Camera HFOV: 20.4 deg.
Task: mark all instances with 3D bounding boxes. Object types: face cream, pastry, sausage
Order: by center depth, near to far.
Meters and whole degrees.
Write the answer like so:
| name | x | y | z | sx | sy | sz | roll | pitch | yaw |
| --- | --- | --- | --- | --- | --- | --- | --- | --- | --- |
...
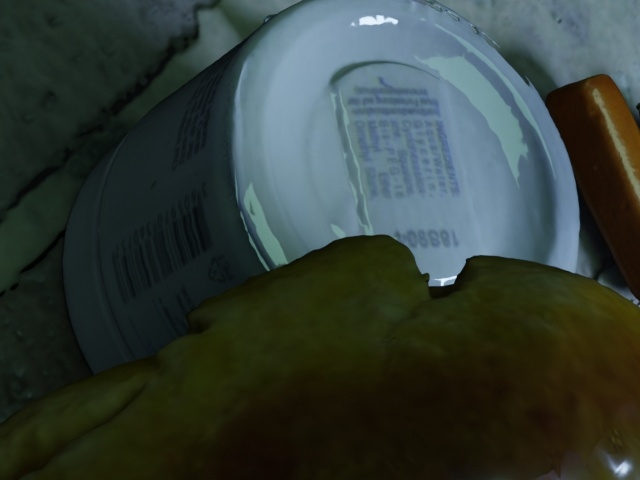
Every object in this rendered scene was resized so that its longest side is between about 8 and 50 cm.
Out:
| name | x | y | z | sx | sy | sz | roll | pitch | yaw |
| --- | --- | --- | --- | --- | --- | --- | --- | --- | --- |
| pastry | 0.007 | 0.157 | 0.624 | 0.356 | 0.356 | 0.164 | 1 | 35 | -33 |
| face cream | 0.000 | 0.000 | 0.756 | 0.177 | 0.153 | 0.177 | 13 | 64 | -29 |
| sausage | 0.161 | -0.024 | 0.940 | 0.039 | 0.041 | 0.131 | -18 | 83 | -59 |

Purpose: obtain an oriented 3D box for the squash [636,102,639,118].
| name | x | y | z | sx | sy | sz | roll | pitch | yaw |
| --- | --- | --- | --- | --- | --- | --- | --- | --- | --- |
| squash | 0.259 | 0.022 | 0.972 | 0.252 | 0.066 | 0.066 | 47 | 54 | -8 |

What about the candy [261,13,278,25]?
| name | x | y | z | sx | sy | sz | roll | pitch | yaw |
| --- | --- | --- | --- | --- | --- | --- | --- | --- | --- |
| candy | 0.035 | -0.047 | 0.868 | 0.175 | 0.045 | 0.043 | 40 | 21 | -13 |
